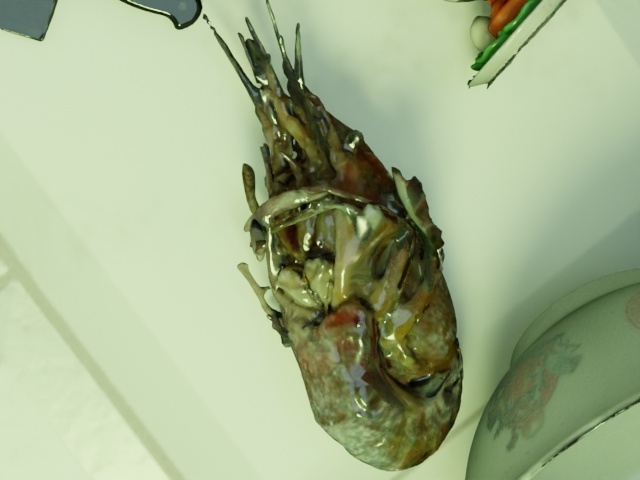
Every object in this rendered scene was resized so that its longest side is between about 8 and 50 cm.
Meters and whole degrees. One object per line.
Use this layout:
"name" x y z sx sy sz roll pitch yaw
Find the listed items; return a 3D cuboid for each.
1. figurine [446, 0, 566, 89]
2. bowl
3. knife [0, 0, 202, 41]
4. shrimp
"figurine" 0.097 -0.197 1.255 0.153 0.132 0.132 42 83 1
"bowl" 0.225 0.122 1.242 0.345 0.345 0.157 -16 52 -12
"knife" -0.203 -0.176 1.231 0.245 0.019 0.072 17 92 -10
"shrimp" 0.001 -0.002 1.234 0.145 0.116 0.343 -26 98 -25
